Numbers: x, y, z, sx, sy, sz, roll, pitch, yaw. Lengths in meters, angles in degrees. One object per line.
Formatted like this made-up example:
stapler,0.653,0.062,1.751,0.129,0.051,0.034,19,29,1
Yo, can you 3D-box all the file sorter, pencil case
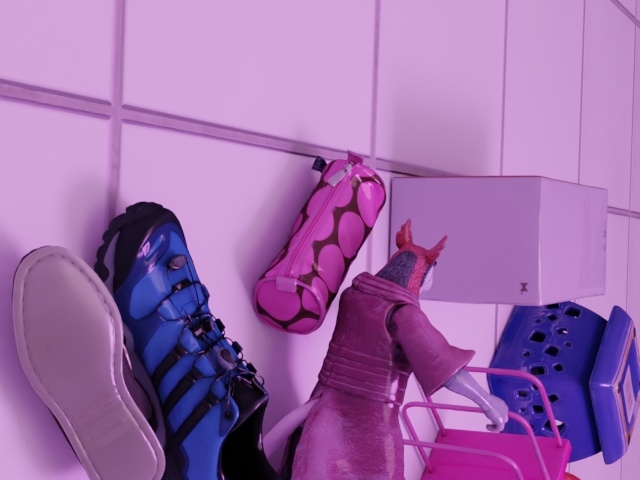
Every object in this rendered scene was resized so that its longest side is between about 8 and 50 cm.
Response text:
file sorter,0.188,0.331,1.345,0.291,0.202,0.182,-61,138,-39
pencil case,0.000,0.000,1.104,0.098,0.095,0.209,105,9,-52

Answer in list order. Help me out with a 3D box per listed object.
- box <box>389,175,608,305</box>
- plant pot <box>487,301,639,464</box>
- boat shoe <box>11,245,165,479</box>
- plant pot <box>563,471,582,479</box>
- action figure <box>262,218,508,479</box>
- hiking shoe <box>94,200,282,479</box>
box,0.268,0.000,1.450,0.345,0.215,0.168,0,91,-61
plant pot,0.446,0.252,1.783,0.236,0.212,0.236,-57,138,-44
boat shoe,-0.191,0.102,0.797,0.081,0.068,0.228,-24,115,-20
plant pot,0.360,0.478,1.673,0.191,0.191,0.174,56,38,-46
action figure,0.033,0.149,1.082,0.275,0.248,0.370,18,86,-32
hiking shoe,-0.102,0.108,0.884,0.113,0.132,0.304,-40,125,-53
